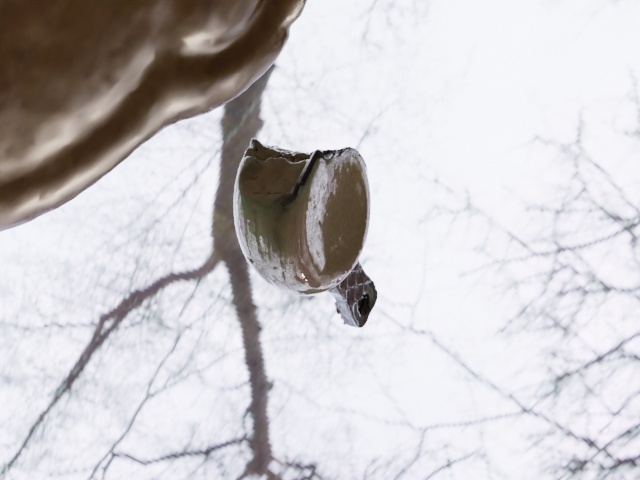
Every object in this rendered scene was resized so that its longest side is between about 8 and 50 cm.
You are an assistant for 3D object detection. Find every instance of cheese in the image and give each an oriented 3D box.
[{"bbox_3d":[0.002,-0.007,0.827,0.048,0.171,0.092,13,-100,30],"label":"cheese"}]

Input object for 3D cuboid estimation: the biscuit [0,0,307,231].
[{"bbox_3d":[-0.117,-0.182,0.367,0.359,0.381,0.074,16,-168,-44],"label":"biscuit"}]
